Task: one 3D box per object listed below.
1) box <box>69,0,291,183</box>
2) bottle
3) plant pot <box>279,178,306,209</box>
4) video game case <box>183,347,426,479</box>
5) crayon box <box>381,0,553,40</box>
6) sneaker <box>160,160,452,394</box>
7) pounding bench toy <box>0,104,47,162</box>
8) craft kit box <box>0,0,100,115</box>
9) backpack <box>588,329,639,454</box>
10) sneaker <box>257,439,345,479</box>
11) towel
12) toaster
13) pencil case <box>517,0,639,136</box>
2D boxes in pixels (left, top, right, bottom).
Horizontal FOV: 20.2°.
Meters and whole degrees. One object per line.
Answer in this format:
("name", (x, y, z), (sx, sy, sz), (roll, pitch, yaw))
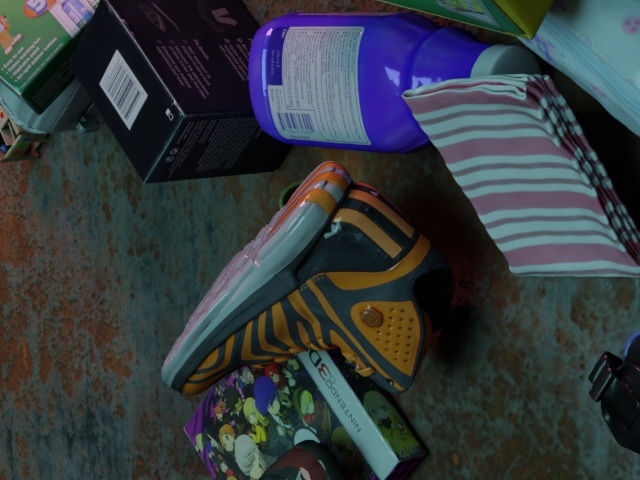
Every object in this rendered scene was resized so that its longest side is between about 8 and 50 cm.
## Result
("box", (-0.118, -0.141, 1.643), (0.156, 0.158, 0.093), (56, 132, 27))
("bottle", (0.058, -0.132, 1.495), (0.283, 0.092, 0.118), (7, 106, 48))
("plant pot", (0.000, 0.000, 1.605), (0.083, 0.083, 0.079), (44, 140, 35))
("video game case", (-0.021, 0.186, 1.677), (0.210, 0.042, 0.232), (56, 133, 25))
("crayon box", (0.073, -0.338, 1.333), (0.363, 0.106, 0.313), (23, 83, 45))
("sneaker", (-0.007, 0.081, 1.540), (0.180, 0.124, 0.321), (37, 139, -8))
("pounding bench toy", (-0.337, -0.136, 1.975), (0.065, 0.052, 0.083), (-46, 63, 43))
("craft kit box", (-0.273, -0.287, 1.737), (0.246, 0.061, 0.250), (39, 84, 27))
("backpack", (0.340, 0.149, 1.136), (0.276, 0.213, 0.263), (-31, 65, 53))
("sneaker", (-0.068, 0.285, 1.617), (0.097, 0.135, 0.276), (54, 131, 26))
("towel", (0.157, -0.043, 1.373), (0.144, 0.029, 0.197), (-1, 130, 51))
("toaster", (-0.277, -0.216, 1.837), (0.227, 0.129, 0.146), (55, 135, 24))
("pencil case", (0.206, -0.160, 1.299), (0.273, 0.124, 0.113), (43, 123, 35))
